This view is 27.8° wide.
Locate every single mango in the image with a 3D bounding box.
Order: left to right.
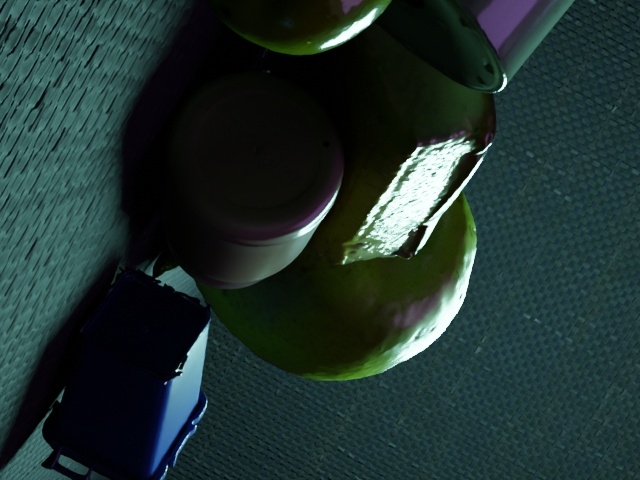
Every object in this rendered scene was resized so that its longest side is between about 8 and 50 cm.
[{"bbox_3d":[0.007,-0.247,0.871,0.175,0.143,0.293,-50,-163,49],"label":"mango"}]

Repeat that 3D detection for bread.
[{"bbox_3d":[0.055,-0.172,1.373,0.333,0.143,0.323,121,-42,-65],"label":"bread"}]

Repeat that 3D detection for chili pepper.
[{"bbox_3d":[-0.188,0.009,1.758,0.049,0.043,0.208,-34,180,12],"label":"chili pepper"}]

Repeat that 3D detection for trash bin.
[{"bbox_3d":[-0.216,0.165,1.467,0.184,0.162,0.234,-59,174,-41],"label":"trash bin"}]

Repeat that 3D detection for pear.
[{"bbox_3d":[0.000,0.000,1.688,0.391,0.391,0.391,-60,179,-1],"label":"pear"}]

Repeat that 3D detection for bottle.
[{"bbox_3d":[-0.079,-0.059,1.350,0.297,0.173,0.206,117,-19,-71],"label":"bottle"}]

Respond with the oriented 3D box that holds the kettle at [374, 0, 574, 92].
[{"bbox_3d":[0.156,-0.362,1.133,0.376,0.250,0.361,-48,-146,-3],"label":"kettle"}]
